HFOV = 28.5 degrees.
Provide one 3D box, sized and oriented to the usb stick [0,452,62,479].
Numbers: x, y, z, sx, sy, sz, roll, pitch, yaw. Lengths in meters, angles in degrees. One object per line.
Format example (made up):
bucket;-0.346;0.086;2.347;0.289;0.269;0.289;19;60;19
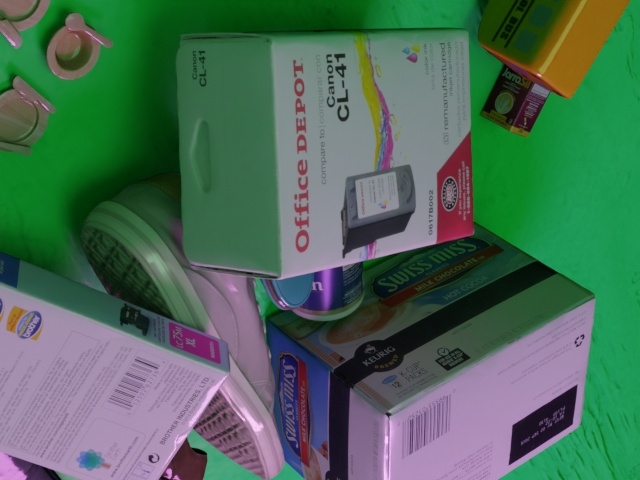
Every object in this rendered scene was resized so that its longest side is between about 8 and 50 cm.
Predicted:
usb stick;-0.311;0.282;1.363;0.077;0.045;0.278;-41;138;-17

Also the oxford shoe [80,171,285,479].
oxford shoe;-0.113;0.102;1.353;0.130;0.169;0.449;-49;139;-28

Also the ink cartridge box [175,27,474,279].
ink cartridge box;0.015;-0.095;1.242;0.306;0.131;0.226;-13;104;-49

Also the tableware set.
tableware set;-0.268;-0.159;1.122;0.169;0.020;0.141;-54;140;0

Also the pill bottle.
pill bottle;0.000;0.000;1.430;0.094;0.094;0.169;-28;132;-28

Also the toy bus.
toy bus;0.312;-0.344;1.465;0.108;0.130;0.333;23;100;-49

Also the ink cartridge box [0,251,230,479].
ink cartridge box;-0.263;0.122;1.192;0.311;0.065;0.186;23;117;-24

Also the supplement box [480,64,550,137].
supplement box;0.247;-0.179;1.575;0.043;0.055;0.083;12;107;-47

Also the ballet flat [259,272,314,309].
ballet flat;-0.067;-0.045;1.333;0.083;0.087;0.247;-35;124;-40

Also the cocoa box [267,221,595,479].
cocoa box;0.136;0.168;1.573;0.347;0.228;0.232;-25;131;-30

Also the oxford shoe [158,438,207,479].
oxford shoe;-0.207;0.225;1.414;0.227;0.082;0.096;43;66;-50
